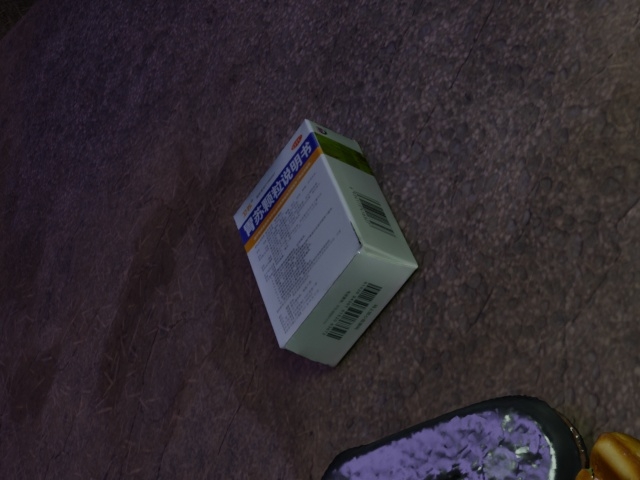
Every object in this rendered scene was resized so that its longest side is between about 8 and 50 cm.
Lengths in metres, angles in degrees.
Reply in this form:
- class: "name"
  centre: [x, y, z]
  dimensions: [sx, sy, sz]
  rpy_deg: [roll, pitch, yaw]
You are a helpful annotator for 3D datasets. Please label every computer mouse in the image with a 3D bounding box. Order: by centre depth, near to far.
- class: "computer mouse"
  centre: [0.138, 0.282, 1.394]
  dimensions: [0.323, 0.116, 0.183]
  rpy_deg: [-22, 54, 17]

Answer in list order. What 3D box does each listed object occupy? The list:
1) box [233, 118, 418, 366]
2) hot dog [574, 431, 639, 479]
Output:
- class: "box"
  centre: [0.000, 0.000, 1.811]
  dimensions: [0.200, 0.106, 0.299]
  rpy_deg: [-52, 35, 24]
- class: "hot dog"
  centre: [0.330, 0.286, 1.204]
  dimensions: [0.115, 0.072, 0.269]
  rpy_deg: [-58, 36, 16]
